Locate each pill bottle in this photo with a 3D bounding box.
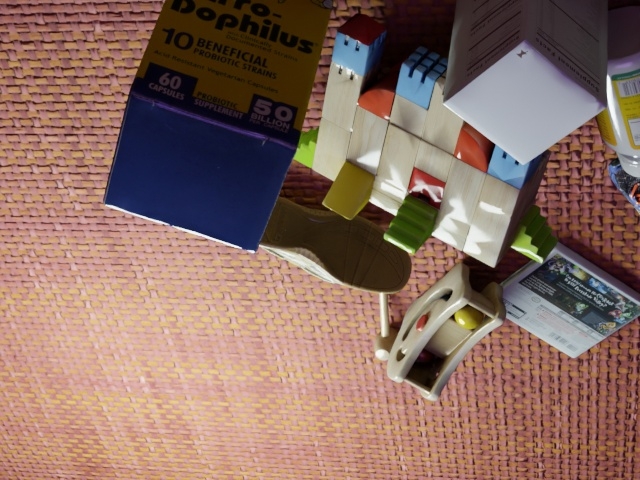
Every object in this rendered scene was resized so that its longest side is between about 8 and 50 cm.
[{"bbox_3d":[0.401,-0.182,1.685,0.118,0.117,0.208,-9,133,22],"label":"pill bottle"}]

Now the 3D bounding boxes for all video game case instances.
[{"bbox_3d":[0.378,0.094,2.053,0.190,0.022,0.173,31,134,-18],"label":"video game case"}]

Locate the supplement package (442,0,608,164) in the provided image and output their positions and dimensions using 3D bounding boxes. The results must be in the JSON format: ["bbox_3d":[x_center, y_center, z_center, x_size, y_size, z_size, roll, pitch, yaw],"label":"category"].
[{"bbox_3d":[0.245,-0.236,1.570,0.139,0.244,0.134,35,133,-22],"label":"supplement package"}]

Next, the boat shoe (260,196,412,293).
[{"bbox_3d":[0.000,0.000,1.998,0.285,0.104,0.089,24,174,-5],"label":"boat shoe"}]

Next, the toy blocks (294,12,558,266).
[{"bbox_3d":[0.149,-0.145,1.717,0.381,0.191,0.261,30,138,17],"label":"toy blocks"}]

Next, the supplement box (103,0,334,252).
[{"bbox_3d":[-0.112,-0.197,1.611,0.194,0.356,0.195,17,137,-6],"label":"supplement box"}]

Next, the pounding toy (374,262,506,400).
[{"bbox_3d":[0.149,0.137,2.046,0.155,0.154,0.269,30,136,-14],"label":"pounding toy"}]

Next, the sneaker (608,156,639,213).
[{"bbox_3d":[0.477,-0.044,1.835,0.221,0.087,0.083,37,131,-25],"label":"sneaker"}]
